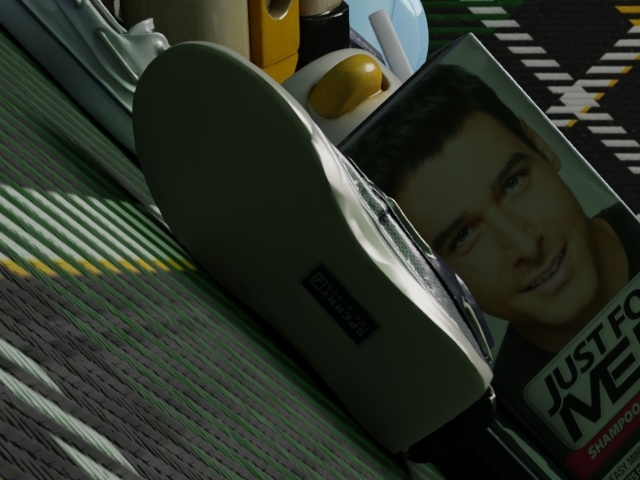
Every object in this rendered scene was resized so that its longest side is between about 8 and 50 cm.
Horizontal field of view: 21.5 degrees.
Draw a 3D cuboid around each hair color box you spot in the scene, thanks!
[{"bbox_3d":[0.168,0.034,1.386,0.374,0.185,0.113,47,-10,-5],"label":"hair color box"}]

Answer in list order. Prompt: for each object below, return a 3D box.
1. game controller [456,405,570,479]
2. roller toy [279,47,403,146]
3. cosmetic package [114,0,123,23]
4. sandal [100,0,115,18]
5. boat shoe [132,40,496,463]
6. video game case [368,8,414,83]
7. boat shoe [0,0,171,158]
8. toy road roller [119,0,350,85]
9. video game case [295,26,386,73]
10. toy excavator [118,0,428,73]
[{"bbox_3d":[0.101,0.145,1.369,0.319,0.067,0.166,46,-10,4],"label":"game controller"},{"bbox_3d":[0.009,-0.073,1.526,0.146,0.191,0.209,47,9,14],"label":"roller toy"},{"bbox_3d":[-0.292,-0.382,2.041,0.160,0.113,0.309,47,5,21],"label":"cosmetic package"},{"bbox_3d":[-0.231,-0.242,1.575,0.240,0.079,0.088,49,6,35],"label":"sandal"},{"bbox_3d":[0.000,0.000,1.208,0.340,0.127,0.158,54,13,-4],"label":"boat shoe"},{"bbox_3d":[0.122,-0.122,1.930,0.206,0.026,0.227,60,8,-56],"label":"video game case"},{"bbox_3d":[-0.155,-0.137,1.311,0.258,0.084,0.095,44,5,-11],"label":"boat shoe"},{"bbox_3d":[-0.127,-0.258,1.653,0.241,0.202,0.329,11,27,27],"label":"toy road roller"},{"bbox_3d":[0.030,-0.176,1.849,0.196,0.026,0.274,37,22,-36],"label":"video game case"},{"bbox_3d":[-0.048,-0.275,2.079,0.433,0.222,0.445,9,1,-15],"label":"toy excavator"}]
